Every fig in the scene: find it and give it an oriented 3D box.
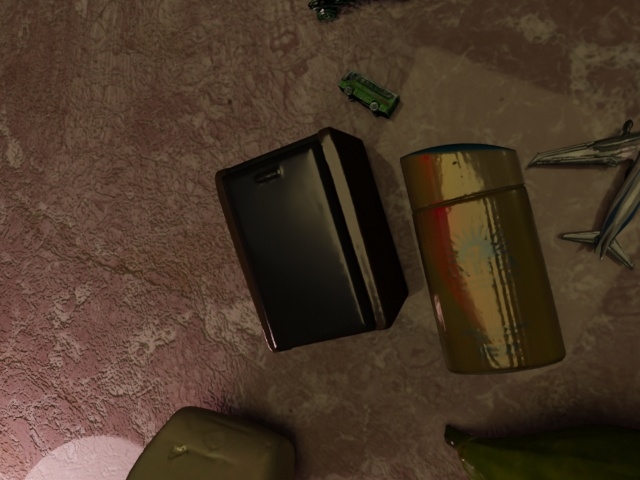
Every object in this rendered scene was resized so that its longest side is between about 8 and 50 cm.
[{"bbox_3d":[0.313,0.305,0.462,0.314,0.233,0.233,-21,83,63],"label":"fig"}]

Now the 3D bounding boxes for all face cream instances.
[{"bbox_3d":[0.196,0.015,0.531,0.139,0.067,0.285,-13,88,18],"label":"face cream"}]

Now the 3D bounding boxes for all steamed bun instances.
[{"bbox_3d":[-0.144,0.368,0.618,0.225,0.200,0.170,11,136,17],"label":"steamed bun"}]

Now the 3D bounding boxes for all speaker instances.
[{"bbox_3d":[0.000,0.000,0.542,0.153,0.192,0.231,-17,91,19],"label":"speaker"}]

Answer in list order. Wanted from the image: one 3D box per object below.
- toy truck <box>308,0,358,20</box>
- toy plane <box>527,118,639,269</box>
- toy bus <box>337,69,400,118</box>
[{"bbox_3d":[0.053,-0.356,0.562,0.154,0.078,0.080,-4,93,20],"label":"toy truck"},{"bbox_3d":[0.360,-0.078,0.473,0.226,0.058,0.226,28,98,21],"label":"toy plane"},{"bbox_3d":[0.065,-0.201,0.589,0.083,0.031,0.037,36,98,14],"label":"toy bus"}]
